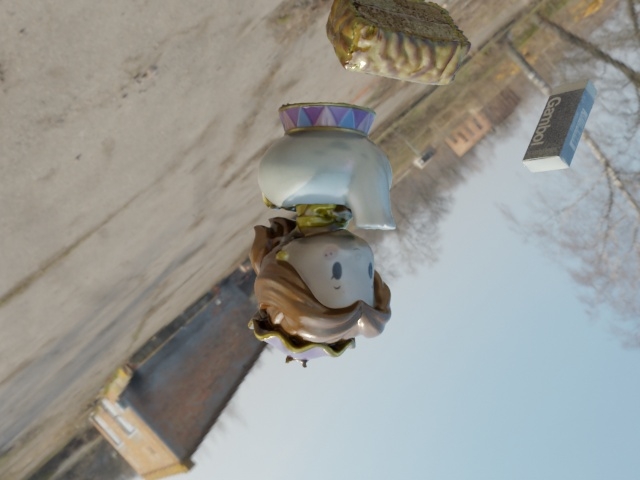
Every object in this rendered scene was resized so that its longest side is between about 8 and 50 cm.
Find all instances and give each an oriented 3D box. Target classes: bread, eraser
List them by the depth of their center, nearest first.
[{"bbox_3d":[0.118,-0.332,1.089,0.222,0.181,0.096,3,132,-24],"label":"bread"},{"bbox_3d":[0.504,-0.239,1.408,0.092,0.046,0.212,-2,-126,53],"label":"eraser"}]

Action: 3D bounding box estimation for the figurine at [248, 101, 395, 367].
[{"bbox_3d":[0.000,0.000,0.682,0.142,0.263,0.190,3,180,-37],"label":"figurine"}]
